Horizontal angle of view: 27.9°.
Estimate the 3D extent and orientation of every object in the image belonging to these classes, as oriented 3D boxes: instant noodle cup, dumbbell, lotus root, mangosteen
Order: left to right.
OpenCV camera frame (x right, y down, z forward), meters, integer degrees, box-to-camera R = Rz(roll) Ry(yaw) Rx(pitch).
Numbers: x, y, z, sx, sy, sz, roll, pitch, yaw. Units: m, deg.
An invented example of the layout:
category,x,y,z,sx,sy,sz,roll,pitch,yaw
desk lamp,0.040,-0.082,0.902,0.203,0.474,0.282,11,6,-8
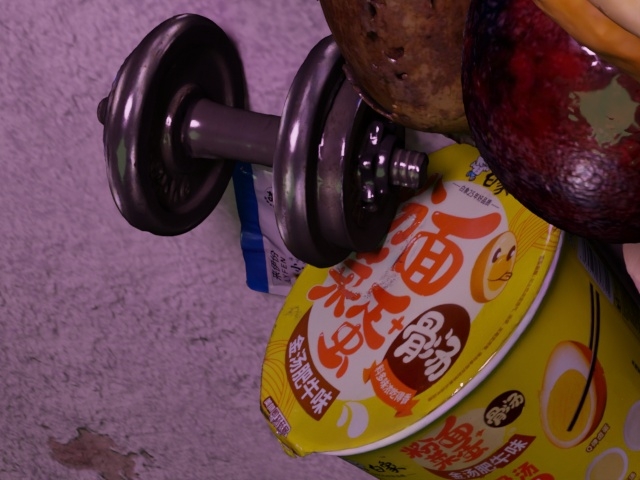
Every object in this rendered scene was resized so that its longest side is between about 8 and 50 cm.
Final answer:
category,x,y,z,sx,sy,sz,roll,pitch,yaw
dumbbell,-0.053,-0.082,1.044,0.290,0.192,0.192,12,136,21
lotus root,0.076,-0.220,0.834,0.179,0.196,0.397,-16,126,-4
instant noodle cup,0.132,0.100,1.057,0.311,0.311,0.221,-21,127,42
mangosteen,0.185,-0.096,0.704,0.216,0.216,0.216,16,137,16

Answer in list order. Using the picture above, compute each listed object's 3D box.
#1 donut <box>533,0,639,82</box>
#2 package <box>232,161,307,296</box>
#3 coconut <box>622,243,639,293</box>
category,x,y,z,sx,sy,sz,roll,pitch,yaw
donut,0.214,-0.237,0.549,0.449,0.449,0.198,36,150,-7
package,0.000,0.000,1.218,0.173,0.027,0.171,9,135,17
coconut,0.322,-0.021,0.858,0.259,0.259,0.259,16,137,16
